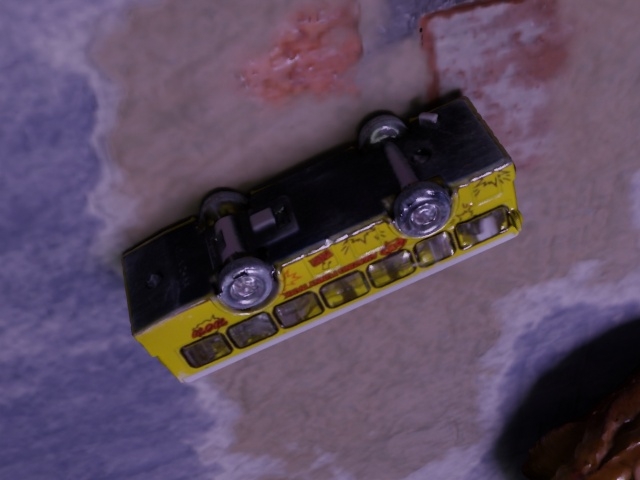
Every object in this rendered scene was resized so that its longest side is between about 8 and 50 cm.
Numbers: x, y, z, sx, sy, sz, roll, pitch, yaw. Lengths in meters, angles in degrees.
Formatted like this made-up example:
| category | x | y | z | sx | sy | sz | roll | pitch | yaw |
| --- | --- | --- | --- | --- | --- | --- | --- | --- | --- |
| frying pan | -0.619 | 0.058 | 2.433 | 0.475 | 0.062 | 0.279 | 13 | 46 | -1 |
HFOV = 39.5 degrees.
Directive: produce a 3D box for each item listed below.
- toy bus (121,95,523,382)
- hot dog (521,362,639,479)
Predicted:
| category | x | y | z | sx | sy | sz | roll | pitch | yaw |
| --- | --- | --- | --- | --- | --- | --- | --- | --- | --- |
| toy bus | 0.000 | 0.000 | 0.510 | 0.226 | 0.081 | 0.074 | -25 | 132 | 1 |
| hot dog | 0.339 | 0.219 | 0.772 | 0.387 | 0.174 | 0.267 | 28 | 113 | -26 |
